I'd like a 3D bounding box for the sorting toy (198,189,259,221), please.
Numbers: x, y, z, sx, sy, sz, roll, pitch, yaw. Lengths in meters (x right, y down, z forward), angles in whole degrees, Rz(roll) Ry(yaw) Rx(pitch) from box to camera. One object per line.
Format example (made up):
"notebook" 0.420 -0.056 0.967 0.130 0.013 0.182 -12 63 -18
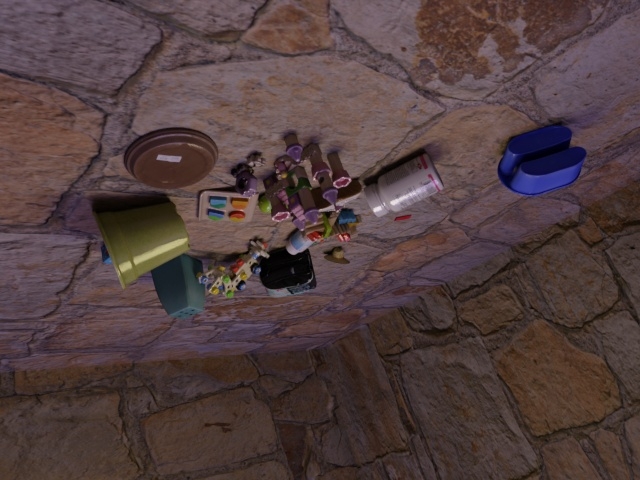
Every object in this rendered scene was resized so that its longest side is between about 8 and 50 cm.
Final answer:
"sorting toy" -0.337 -0.117 1.823 0.209 0.038 0.193 -1 152 -16

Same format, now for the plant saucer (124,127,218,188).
"plant saucer" -0.447 -0.236 1.515 0.278 0.041 0.277 -14 156 -7

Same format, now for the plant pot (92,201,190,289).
"plant pot" -0.589 -0.008 1.680 0.254 0.276 0.276 -22 159 -22

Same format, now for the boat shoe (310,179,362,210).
"boat shoe" 0.030 -0.153 1.962 0.277 0.098 0.096 -16 155 -8

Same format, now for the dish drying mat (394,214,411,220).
"dish drying mat" 0.402 -0.110 2.432 0.083 0.008 0.032 -12 156 -17

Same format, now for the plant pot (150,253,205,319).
"plant pot" -0.595 0.205 2.126 0.166 0.234 0.165 -23 156 13

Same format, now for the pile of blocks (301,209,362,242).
"pile of blocks" 0.074 -0.054 2.142 0.362 0.112 0.149 -6 154 -41

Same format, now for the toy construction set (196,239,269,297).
"toy construction set" -0.367 0.120 2.197 0.328 0.151 0.215 -37 143 -8

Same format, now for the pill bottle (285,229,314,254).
"pill bottle" -0.083 -0.003 2.221 0.087 0.087 0.160 5 148 -42

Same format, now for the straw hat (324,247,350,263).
"straw hat" 0.090 0.069 2.527 0.145 0.144 0.061 2 107 -38

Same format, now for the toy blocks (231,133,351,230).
"toy blocks" -0.078 -0.156 1.677 0.289 0.259 0.309 -32 153 29

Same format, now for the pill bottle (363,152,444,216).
"pill bottle" 0.325 -0.212 1.966 0.283 0.160 0.160 -26 155 18

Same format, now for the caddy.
"caddy" 0.908 -0.319 2.056 0.342 0.241 0.179 -17 150 -1

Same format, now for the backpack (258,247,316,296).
"backpack" -0.157 0.152 2.340 0.254 0.225 0.191 -14 151 -1

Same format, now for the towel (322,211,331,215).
"towel" -0.027 -0.115 2.105 0.113 0.023 0.152 -36 149 30

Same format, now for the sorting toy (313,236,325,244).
"sorting toy" 0.000 0.000 2.378 0.083 0.012 0.062 -35 151 33

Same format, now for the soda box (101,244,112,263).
"soda box" -0.726 0.058 1.920 0.071 0.067 0.210 -31 153 27

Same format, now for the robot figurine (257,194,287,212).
"robot figurine" -0.183 -0.137 1.882 0.115 0.066 0.101 -2 163 -32
